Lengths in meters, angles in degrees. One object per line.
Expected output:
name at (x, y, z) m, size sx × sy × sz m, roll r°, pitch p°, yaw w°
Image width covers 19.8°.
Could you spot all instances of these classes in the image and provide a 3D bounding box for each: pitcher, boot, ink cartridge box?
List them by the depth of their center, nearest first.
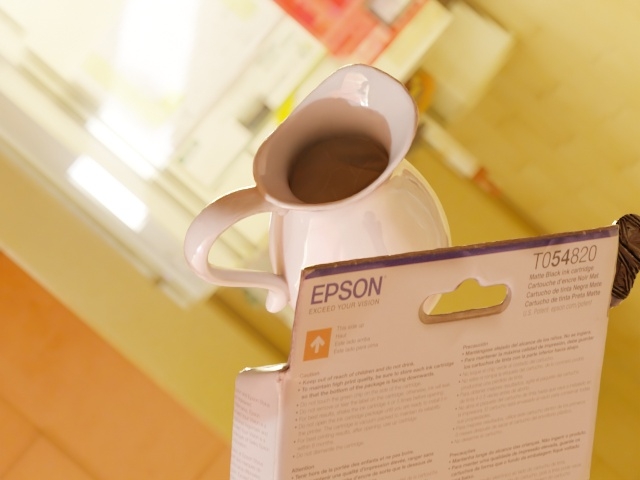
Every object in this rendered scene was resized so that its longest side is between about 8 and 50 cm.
ink cartridge box at (0.052, 0.103, 0.930) m, size 0.223 × 0.045 × 0.224 m, roll -6°, pitch 108°, yaw -39°
pitcher at (0.000, 0.000, 1.239) m, size 0.178 × 0.125 × 0.207 m, roll -32°, pitch 149°, yaw -8°
boot at (0.225, 0.038, 1.536) m, size 0.099 × 0.045 × 0.121 m, roll -44°, pitch -172°, yaw 43°
